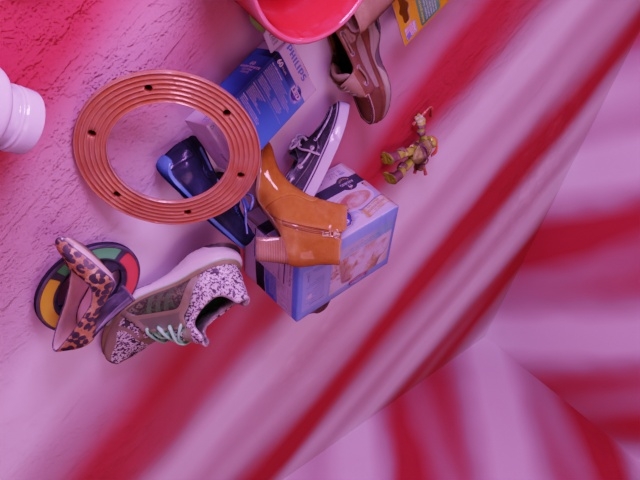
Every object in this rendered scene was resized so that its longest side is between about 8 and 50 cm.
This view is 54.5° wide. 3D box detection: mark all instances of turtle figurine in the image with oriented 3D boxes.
[{"bbox_3d":[0.285,-0.254,1.873,0.217,0.087,0.270,-35,147,-23],"label":"turtle figurine"}]

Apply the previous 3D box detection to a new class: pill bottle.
[{"bbox_3d":[-0.517,-0.195,0.850,0.245,0.136,0.136,12,114,-57],"label":"pill bottle"}]

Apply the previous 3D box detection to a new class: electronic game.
[{"bbox_3d":[-0.484,0.099,1.303,0.229,0.048,0.229,-32,145,-27],"label":"electronic game"}]

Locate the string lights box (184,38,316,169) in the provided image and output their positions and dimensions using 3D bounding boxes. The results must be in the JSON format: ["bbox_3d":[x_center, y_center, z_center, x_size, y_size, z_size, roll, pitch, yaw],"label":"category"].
[{"bbox_3d":[-0.133,-0.274,1.248,0.260,0.076,0.133,-51,137,-20],"label":"string lights box"}]

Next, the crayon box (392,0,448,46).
[{"bbox_3d":[0.252,-0.635,1.417,0.323,0.083,0.203,-47,149,-6],"label":"crayon box"}]

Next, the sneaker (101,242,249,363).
[{"bbox_3d":[-0.330,0.180,1.423,0.410,0.182,0.158,-38,147,9],"label":"sneaker"}]

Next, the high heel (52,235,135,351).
[{"bbox_3d":[-0.486,0.113,1.195,0.186,0.093,0.261,-41,146,-15],"label":"high heel"}]

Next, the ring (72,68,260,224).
[{"bbox_3d":[-0.279,-0.164,1.148,0.336,0.032,0.337,-5,134,-5],"label":"ring"}]

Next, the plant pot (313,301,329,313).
[{"bbox_3d":[-0.017,0.122,1.836,0.167,0.167,0.165,-25,149,-35],"label":"plant pot"}]

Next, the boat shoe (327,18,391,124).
[{"bbox_3d":[0.074,-0.400,1.426,0.119,0.122,0.324,-35,139,-14],"label":"boat shoe"}]

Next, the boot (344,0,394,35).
[{"bbox_3d":[0.116,-0.583,1.223,0.269,0.089,0.236,-41,114,-11],"label":"boot"}]

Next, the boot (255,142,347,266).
[{"bbox_3d":[-0.044,-0.087,1.423,0.211,0.295,0.104,-1,178,-7],"label":"boot"}]

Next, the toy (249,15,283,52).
[{"bbox_3d":[-0.051,-0.493,1.200,0.237,0.056,0.137,-50,145,-17],"label":"toy"}]

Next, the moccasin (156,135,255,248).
[{"bbox_3d":[-0.215,-0.095,1.355,0.117,0.137,0.342,-49,151,-9],"label":"moccasin"}]

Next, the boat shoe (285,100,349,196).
[{"bbox_3d":[-0.030,-0.205,1.496,0.306,0.104,0.113,-64,-170,8],"label":"boat shoe"}]

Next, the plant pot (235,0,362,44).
[{"bbox_3d":[-0.076,-0.487,0.987,0.274,0.243,0.275,-31,142,-28],"label":"plant pot"}]

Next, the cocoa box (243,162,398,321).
[{"bbox_3d":[0.000,0.000,1.643,0.347,0.228,0.232,-30,144,-29],"label":"cocoa box"}]
